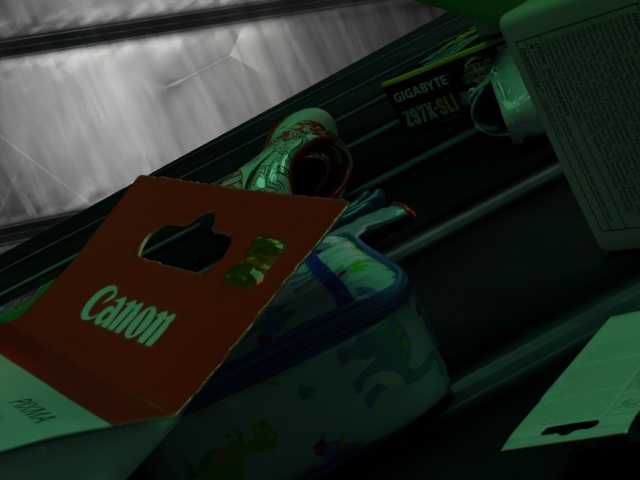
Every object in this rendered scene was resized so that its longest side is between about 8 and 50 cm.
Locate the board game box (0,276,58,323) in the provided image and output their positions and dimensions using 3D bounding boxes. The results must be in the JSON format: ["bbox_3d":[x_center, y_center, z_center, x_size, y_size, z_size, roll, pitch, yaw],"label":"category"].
[{"bbox_3d":[-0.374,0.144,1.358,0.316,0.064,0.242,-27,10,0],"label":"board game box"}]

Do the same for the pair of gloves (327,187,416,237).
[{"bbox_3d":[0.000,0.000,1.257,0.159,0.023,0.198,-26,11,-6],"label":"pair of gloves"}]

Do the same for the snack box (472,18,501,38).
[{"bbox_3d":[0.247,-0.277,1.550,0.141,0.037,0.100,-34,13,-37],"label":"snack box"}]

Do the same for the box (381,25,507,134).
[{"bbox_3d":[0.264,-0.250,1.698,0.257,0.079,0.322,-19,13,46],"label":"box"}]

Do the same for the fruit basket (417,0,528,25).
[{"bbox_3d":[0.278,-0.366,1.410,0.392,0.283,0.392,-3,41,2],"label":"fruit basket"}]

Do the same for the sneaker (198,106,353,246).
[{"bbox_3d":[-0.010,-0.085,1.531,0.145,0.090,0.270,-18,17,38],"label":"sneaker"}]

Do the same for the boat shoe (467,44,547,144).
[{"bbox_3d":[0.180,-0.139,1.329,0.081,0.079,0.227,-22,13,1],"label":"boat shoe"}]

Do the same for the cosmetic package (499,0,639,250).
[{"bbox_3d":[0.246,-0.095,0.706,0.113,0.160,0.309,-32,12,-28],"label":"cosmetic package"}]

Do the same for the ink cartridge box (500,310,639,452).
[{"bbox_3d":[0.129,0.063,0.573,0.063,0.029,0.115,-17,15,43],"label":"ink cartridge box"}]

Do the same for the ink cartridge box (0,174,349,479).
[{"bbox_3d":[-0.197,0.083,0.737,0.385,0.091,0.308,-49,24,-15],"label":"ink cartridge box"}]

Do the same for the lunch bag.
[{"bbox_3d":[-0.025,0.067,0.791,0.176,0.090,0.219,-25,11,-3],"label":"lunch bag"}]
